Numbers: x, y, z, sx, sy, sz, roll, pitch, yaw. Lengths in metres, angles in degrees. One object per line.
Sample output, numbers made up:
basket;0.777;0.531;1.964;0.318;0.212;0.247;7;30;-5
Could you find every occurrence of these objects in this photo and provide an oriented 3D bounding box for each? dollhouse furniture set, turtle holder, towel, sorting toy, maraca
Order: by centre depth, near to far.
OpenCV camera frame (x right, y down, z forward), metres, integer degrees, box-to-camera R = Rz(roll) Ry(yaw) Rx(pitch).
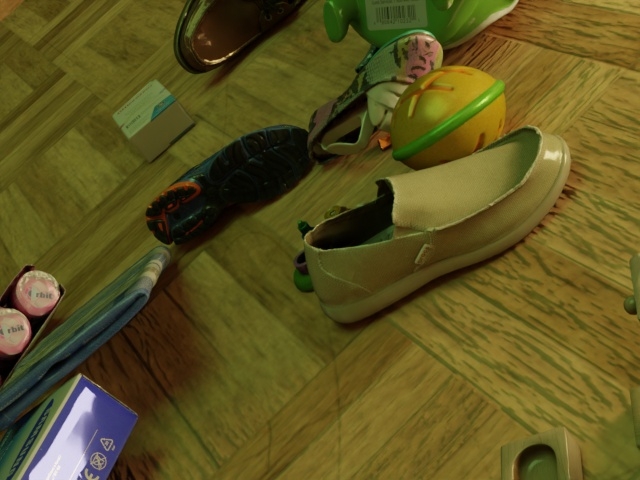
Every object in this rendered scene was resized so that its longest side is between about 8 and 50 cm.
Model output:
dollhouse furniture set;0.164;0.122;0.689;0.151;0.123;0.144;-23;34;26
maraca;0.126;-0.120;1.078;0.127;0.099;0.186;-30;6;12
sorting toy;0.000;0.000;1.105;0.102;0.042;0.061;-48;31;-12
towel;-0.247;0.094;1.170;0.209;0.034;0.285;-39;9;2
turtle holder;0.114;-0.372;1.220;0.227;0.320;0.243;-18;-12;-42

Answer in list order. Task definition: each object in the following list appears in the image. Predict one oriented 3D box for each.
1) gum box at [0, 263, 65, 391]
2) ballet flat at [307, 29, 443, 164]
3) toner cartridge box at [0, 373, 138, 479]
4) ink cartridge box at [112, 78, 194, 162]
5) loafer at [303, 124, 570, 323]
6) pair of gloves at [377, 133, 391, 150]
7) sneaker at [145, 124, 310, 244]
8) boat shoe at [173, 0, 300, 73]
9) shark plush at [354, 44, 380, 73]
gum box;-0.378;0.125;1.297;0.188;0.062;0.107;-62;10;-31
ballet flat;0.055;-0.139;1.171;0.221;0.077;0.079;-33;42;51
toner cartridge box;-0.293;0.291;0.950;0.165;0.075;0.348;-35;22;41
ink cartridge box;-0.244;-0.175;1.588;0.088;0.052;0.122;-41;32;-2
loafer;0.098;-0.024;0.980;0.268;0.092;0.102;-34;31;10
pair of gloves;0.093;-0.138;1.214;0.074;0.010;0.083;-29;31;18
sneaker;-0.108;-0.079;1.294;0.221;0.083;0.087;-25;21;14
boat shoe;-0.094;-0.367;1.615;0.307;0.111;0.104;-52;31;-19
shark plush;0.100;-0.270;1.367;0.161;0.073;0.067;-68;16;-7
